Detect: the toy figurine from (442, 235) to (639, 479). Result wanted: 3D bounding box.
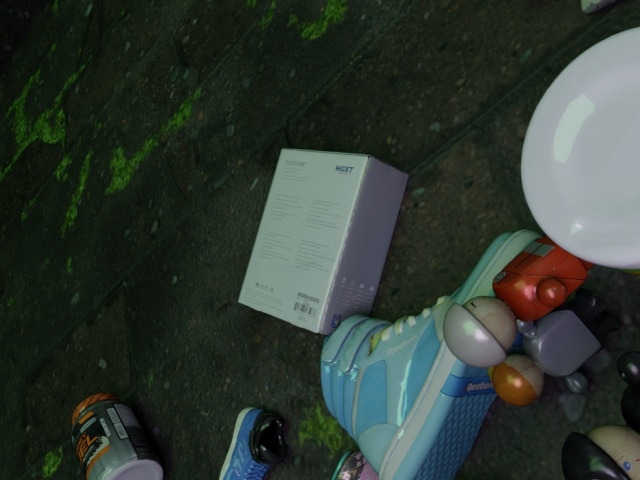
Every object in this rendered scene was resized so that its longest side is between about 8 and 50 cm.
[{"bbox_3d":[0.218,0.115,0.533,0.148,0.209,0.213,-41,53,-2],"label":"toy figurine"}]

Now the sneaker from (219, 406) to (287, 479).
[{"bbox_3d":[-0.090,0.310,0.909,0.084,0.058,0.152,-10,63,53],"label":"sneaker"}]

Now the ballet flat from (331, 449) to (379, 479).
[{"bbox_3d":[0.016,0.355,0.782,0.079,0.077,0.222,34,102,27],"label":"ballet flat"}]

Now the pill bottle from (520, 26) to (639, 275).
[{"bbox_3d":[0.258,-0.034,0.431,0.136,0.245,0.137,-17,67,49],"label":"pill bottle"}]

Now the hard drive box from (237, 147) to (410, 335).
[{"bbox_3d":[0.000,0.000,0.901,0.181,0.089,0.232,14,87,47],"label":"hard drive box"}]

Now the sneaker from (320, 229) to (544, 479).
[{"bbox_3d":[0.104,0.103,0.732,0.208,0.127,0.319,36,102,45],"label":"sneaker"}]

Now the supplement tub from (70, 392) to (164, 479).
[{"bbox_3d":[-0.353,0.354,1.125,0.190,0.117,0.117,38,104,46],"label":"supplement tub"}]

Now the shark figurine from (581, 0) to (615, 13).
[{"bbox_3d":[0.377,-0.282,0.607,0.278,0.116,0.166,42,141,53],"label":"shark figurine"}]
